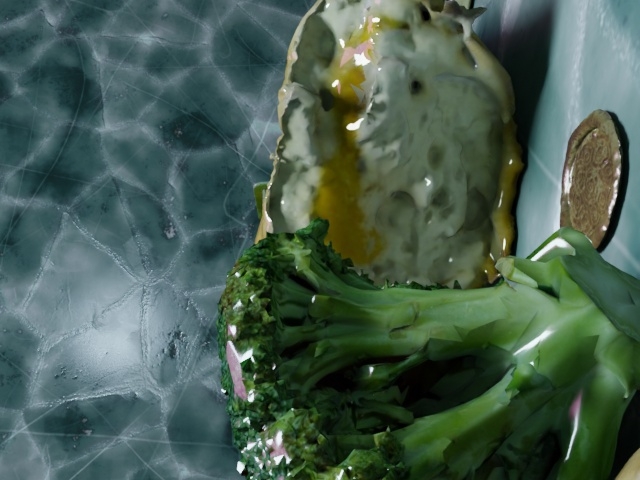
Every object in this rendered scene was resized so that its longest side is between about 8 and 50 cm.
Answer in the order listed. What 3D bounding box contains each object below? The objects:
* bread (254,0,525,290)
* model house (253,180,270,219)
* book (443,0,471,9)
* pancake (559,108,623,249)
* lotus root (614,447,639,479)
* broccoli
[{"bbox_3d":[0.079,-0.092,0.903,0.394,0.250,0.361,-77,-3,-80],"label":"bread"},{"bbox_3d":[0.000,0.000,1.883,0.340,0.300,0.323,89,176,-66],"label":"model house"},{"bbox_3d":[0.201,-0.445,1.298,0.428,0.039,0.300,-89,7,-65],"label":"book"},{"bbox_3d":[0.199,-0.043,0.592,0.115,0.011,0.114,-173,90,-85],"label":"pancake"},{"bbox_3d":[0.164,0.122,0.350,0.150,0.062,0.073,100,168,-52],"label":"lotus root"},{"bbox_3d":[0.072,0.108,0.500,0.275,0.308,0.307,-51,19,29],"label":"broccoli"}]
